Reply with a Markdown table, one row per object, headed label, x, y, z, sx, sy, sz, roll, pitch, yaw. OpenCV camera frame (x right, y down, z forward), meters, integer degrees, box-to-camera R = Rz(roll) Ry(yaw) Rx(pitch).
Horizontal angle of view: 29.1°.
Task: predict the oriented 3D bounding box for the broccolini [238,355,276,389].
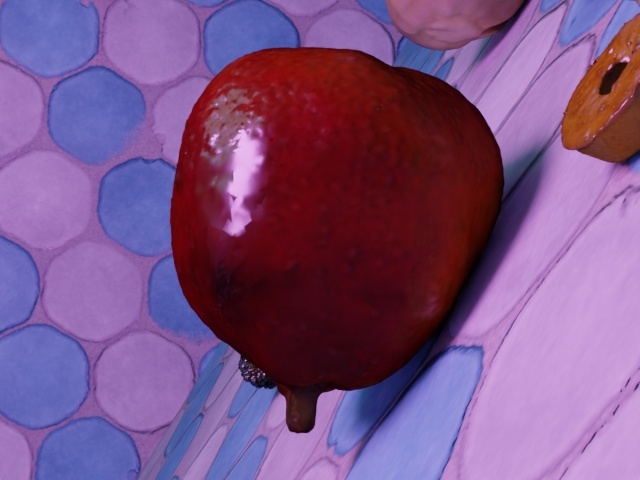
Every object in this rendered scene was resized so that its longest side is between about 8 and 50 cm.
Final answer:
| label | x | y | z | sx | sy | sz | roll | pitch | yaw |
| --- | --- | --- | --- | --- | --- | --- | --- | --- | --- |
| broccolini | -0.021 | 0.105 | 1.541 | 0.203 | 0.091 | 0.068 | -47 | 48 | -6 |

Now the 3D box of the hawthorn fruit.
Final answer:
| label | x | y | z | sx | sy | sz | roll | pitch | yaw |
| --- | --- | --- | --- | --- | --- | --- | --- | --- | --- |
| hawthorn fruit | 0.000 | 0.000 | 0.994 | 0.265 | 0.265 | 0.307 | 157 | 123 | -80 |

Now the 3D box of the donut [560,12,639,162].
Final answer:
| label | x | y | z | sx | sy | sz | roll | pitch | yaw |
| --- | --- | --- | --- | --- | --- | --- | --- | --- | --- |
| donut | 0.196 | -0.093 | 0.789 | 0.097 | 0.043 | 0.108 | -52 | 9 | 41 |

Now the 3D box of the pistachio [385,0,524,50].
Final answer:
| label | x | y | z | sx | sy | sz | roll | pitch | yaw |
| --- | --- | --- | --- | --- | --- | --- | --- | --- | --- |
| pistachio | 0.190 | -0.366 | 1.588 | 0.299 | 0.187 | 0.187 | -56 | 4 | -34 |

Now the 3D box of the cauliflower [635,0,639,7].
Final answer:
| label | x | y | z | sx | sy | sz | roll | pitch | yaw |
| --- | --- | --- | --- | --- | --- | --- | --- | --- | --- |
| cauliflower | 0.208 | -0.285 | 0.649 | 0.281 | 0.260 | 0.327 | 126 | 146 | -57 |
